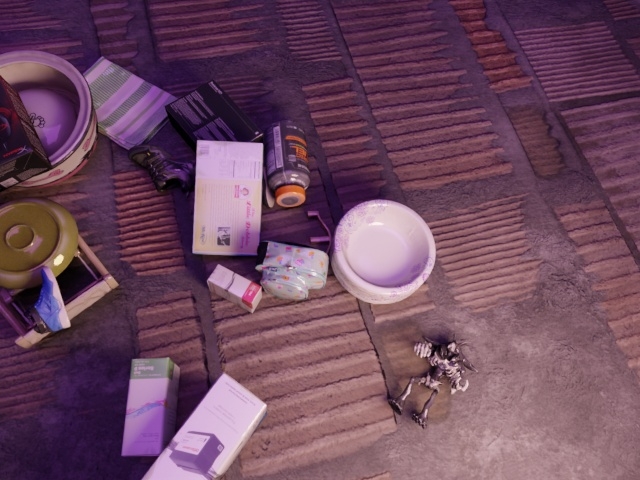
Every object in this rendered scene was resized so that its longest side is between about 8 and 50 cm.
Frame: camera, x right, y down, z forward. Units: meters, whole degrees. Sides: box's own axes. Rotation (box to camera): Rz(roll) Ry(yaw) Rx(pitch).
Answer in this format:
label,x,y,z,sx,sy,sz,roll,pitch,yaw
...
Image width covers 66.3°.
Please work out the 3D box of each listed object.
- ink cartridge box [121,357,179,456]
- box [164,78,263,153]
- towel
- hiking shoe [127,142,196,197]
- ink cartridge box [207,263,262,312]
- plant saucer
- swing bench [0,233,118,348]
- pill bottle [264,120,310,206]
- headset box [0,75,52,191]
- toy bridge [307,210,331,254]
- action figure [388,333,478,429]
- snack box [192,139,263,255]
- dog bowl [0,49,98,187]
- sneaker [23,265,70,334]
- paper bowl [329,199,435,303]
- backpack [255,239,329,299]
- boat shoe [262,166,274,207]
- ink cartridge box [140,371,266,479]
label,x,y,z,sx,sy,sz,roll,pitch,yaw
ink cartridge box,-0.396,0.398,1.160,0.093,0.154,0.212,-2,67,-7
box,-0.327,-0.349,1.528,0.184,0.103,0.261,-37,75,-15
towel,-0.647,-0.442,1.572,0.325,0.038,0.248,30,66,8
hiking shoe,-0.478,-0.208,1.459,0.227,0.086,0.114,19,62,2
ink cartridge box,-0.230,0.131,1.326,0.135,0.099,0.056,27,66,6
plant saucer,-0.719,-0.003,1.186,0.241,0.037,0.241,3,69,-8
swing bench,-0.695,0.106,1.259,0.253,0.165,0.255,-38,80,-20
pill bottle,-0.100,-0.227,1.484,0.130,0.130,0.246,-4,67,-8
headset box,-0.871,-0.278,1.265,0.218,0.110,0.293,-28,77,-10
toy bridge,0.000,0.000,1.450,0.063,0.026,0.188,-4,68,-9
action figure,0.304,0.343,1.269,0.164,0.141,0.276,32,68,21
snack box,-0.261,-0.119,1.397,0.187,0.060,0.322,2,88,-5
dog bowl,-0.841,-0.335,1.420,0.408,0.150,0.408,1,72,-3
sneaker,-0.643,0.140,1.129,0.084,0.058,0.152,-18,90,-27
paper bowl,0.168,0.040,1.383,0.284,0.148,0.284,2,65,-5
backpack,-0.072,0.081,1.324,0.188,0.166,0.144,1,66,3
boat shoe,-0.171,-0.159,1.495,0.042,0.049,0.133,-17,74,17
ink cartridge box,-0.260,0.474,1.102,0.129,0.223,0.307,34,67,8
